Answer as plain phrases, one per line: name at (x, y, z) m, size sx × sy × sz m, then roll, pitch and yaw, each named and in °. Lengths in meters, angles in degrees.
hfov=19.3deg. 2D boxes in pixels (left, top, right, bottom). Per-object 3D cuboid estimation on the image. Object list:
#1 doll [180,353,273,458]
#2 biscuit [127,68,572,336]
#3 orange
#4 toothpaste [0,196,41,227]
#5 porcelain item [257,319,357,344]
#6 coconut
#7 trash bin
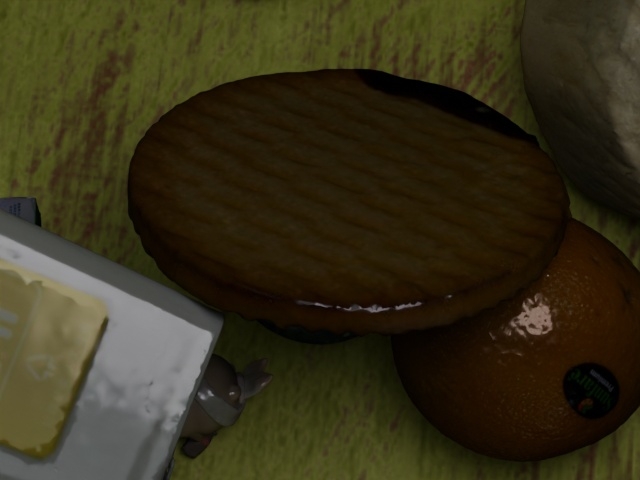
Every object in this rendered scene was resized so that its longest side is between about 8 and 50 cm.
doll at (-0.096, 0.128, 1.453) m, size 0.127 × 0.073 × 0.084 m, roll -10°, pitch 103°, yaw 0°
biscuit at (0.019, -0.033, 1.345) m, size 0.318 × 0.040 × 0.318 m, roll 2°, pitch 34°, yaw -1°
orange at (0.155, 0.070, 1.408) m, size 0.206 × 0.206 × 0.206 m, roll 0°, pitch 70°, yaw -1°
toothpaste at (-0.240, 0.056, 1.485) m, size 0.037 × 0.043 × 0.178 m, roll -3°, pitch 70°, yaw 1°
porcelain item at (0.000, 0.000, 1.469) m, size 0.147 × 0.114 × 0.147 m, roll 1°, pitch 63°, yaw -1°
coconut at (0.299, -0.148, 1.451) m, size 0.328 × 0.329 × 0.329 m, roll 0°, pitch 70°, yaw -1°
trash bin at (-0.268, 0.075, 1.331) m, size 0.367 × 0.296 × 0.256 m, roll 21°, pitch 79°, yaw -4°
